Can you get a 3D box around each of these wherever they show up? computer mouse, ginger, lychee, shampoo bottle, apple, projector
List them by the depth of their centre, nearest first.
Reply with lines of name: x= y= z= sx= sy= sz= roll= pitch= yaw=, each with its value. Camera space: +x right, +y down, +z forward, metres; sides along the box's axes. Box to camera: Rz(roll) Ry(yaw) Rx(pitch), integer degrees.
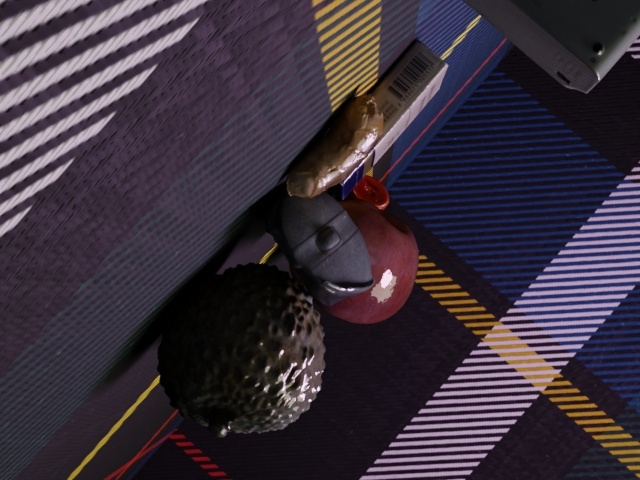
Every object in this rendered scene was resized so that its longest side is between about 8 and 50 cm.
projector: x=0.337 y=-0.356 z=1.340 sx=0.198 sy=0.250 sz=0.108 roll=-47 pitch=175 yaw=-9
ginger: x=0.025 y=-0.131 z=1.424 sx=0.190 sy=0.069 sz=0.095 roll=-48 pitch=145 yaw=13
lychee: x=-0.118 y=0.170 z=1.498 sx=0.255 sy=0.255 sz=0.274 roll=125 pitch=-22 yaw=-58
computer mouse: x=0.002 y=-0.003 z=1.550 sx=0.114 sy=0.203 sz=0.374 roll=-32 pitch=-175 yaw=3
apple: x=0.075 y=0.036 z=2.097 sx=0.235 sy=0.306 sz=0.306 roll=-59 pitch=174 yaw=11
shampoo bottle: x=0.054 y=-0.035 z=2.352 sx=0.104 sy=0.104 sz=0.278 roll=-44 pitch=174 yaw=-47

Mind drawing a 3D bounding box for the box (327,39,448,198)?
box: x=0.093 y=-0.188 z=1.580 sx=0.259 sy=0.071 sz=0.168 roll=-48 pitch=176 yaw=-4
